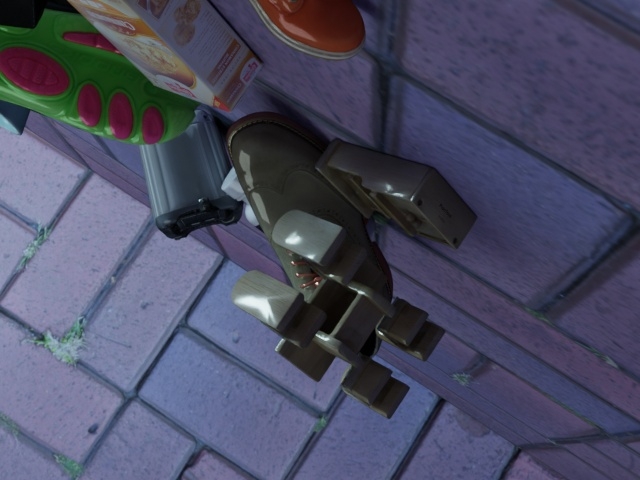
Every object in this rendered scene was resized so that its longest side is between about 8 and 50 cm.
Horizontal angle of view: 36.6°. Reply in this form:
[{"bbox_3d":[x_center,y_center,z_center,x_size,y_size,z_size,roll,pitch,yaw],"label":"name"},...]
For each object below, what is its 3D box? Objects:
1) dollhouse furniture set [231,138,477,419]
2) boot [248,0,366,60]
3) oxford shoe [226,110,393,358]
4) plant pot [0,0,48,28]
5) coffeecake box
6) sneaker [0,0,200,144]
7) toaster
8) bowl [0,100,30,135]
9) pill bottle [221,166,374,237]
[{"bbox_3d":[0.028,0.029,1.055,0.161,0.242,0.212,23,165,48],"label":"dollhouse furniture set"},{"bbox_3d":[-0.021,-0.193,0.705,0.158,0.059,0.084,38,165,-16],"label":"boot"},{"bbox_3d":[0.000,0.000,1.160,0.348,0.123,0.130,54,-159,-32],"label":"oxford shoe"},{"bbox_3d":[-0.300,-0.285,0.835,0.167,0.188,0.187,24,172,-14],"label":"plant pot"},{"bbox_3d":[-0.168,-0.224,0.990,0.142,0.068,0.185,24,167,41],"label":"coffeecake box"},{"bbox_3d":[-0.379,-0.241,1.150,0.482,0.185,0.202,28,176,-14],"label":"sneaker"},{"bbox_3d":[-0.187,-0.091,1.373,0.227,0.129,0.146,108,145,-84],"label":"toaster"},{"bbox_3d":[-0.537,-0.315,1.461,0.311,0.163,0.311,32,169,7],"label":"bowl"},{"bbox_3d":[-0.032,-0.044,1.292,0.193,0.108,0.108,37,170,-14],"label":"pill bottle"}]
